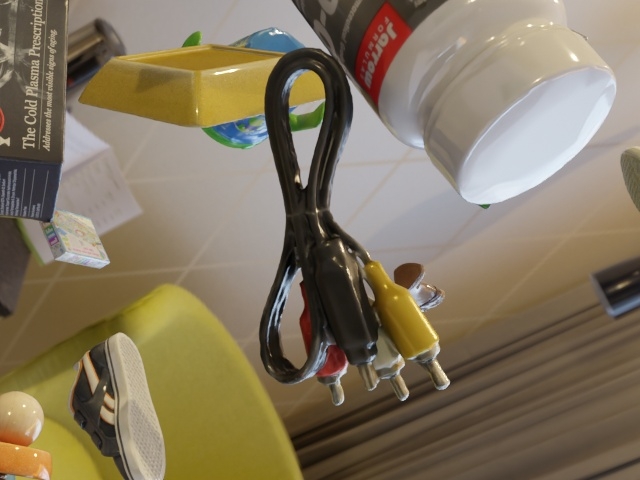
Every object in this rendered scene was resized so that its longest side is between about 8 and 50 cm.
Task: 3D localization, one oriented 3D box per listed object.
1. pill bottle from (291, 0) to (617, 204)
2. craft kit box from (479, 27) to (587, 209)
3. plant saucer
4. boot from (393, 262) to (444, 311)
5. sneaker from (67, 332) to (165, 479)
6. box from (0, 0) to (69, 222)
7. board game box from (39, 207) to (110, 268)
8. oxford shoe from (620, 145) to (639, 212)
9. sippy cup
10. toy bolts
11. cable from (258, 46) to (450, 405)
[{"bbox_3d":[0.088,-0.176,0.619,0.283,0.161,0.161,58,7,29],"label":"pill bottle"},{"bbox_3d":[0.284,-0.173,1.099,0.061,0.247,0.250,33,15,9],"label":"craft kit box"},{"bbox_3d":[-0.202,-0.286,1.370,0.332,0.332,0.081,-23,120,-44],"label":"plant saucer"},{"bbox_3d":[0.138,0.068,1.089,0.087,0.118,0.042,16,62,-26],"label":"boot"},{"bbox_3d":[-0.378,0.330,1.429,0.126,0.127,0.321,55,7,-48],"label":"sneaker"},{"bbox_3d":[-0.495,-0.220,1.007,0.179,0.312,0.343,133,-45,-58],"label":"box"},{"bbox_3d":[-0.467,-0.005,1.471,0.103,0.026,0.154,62,9,15],"label":"board game box"},{"bbox_3d":[0.700,-0.077,1.425,0.449,0.130,0.169,-118,-177,-68],"label":"oxford shoe"},{"bbox_3d":[-0.137,-0.339,1.670,0.305,0.224,0.240,-17,89,-36],"label":"sippy cup"},{"bbox_3d":[-0.327,0.264,0.858,0.218,0.228,0.159,29,61,-38],"label":"toy bolts"},{"bbox_3d":[0.000,0.000,0.620,0.072,0.139,0.287,-16,90,-67],"label":"cable"}]
